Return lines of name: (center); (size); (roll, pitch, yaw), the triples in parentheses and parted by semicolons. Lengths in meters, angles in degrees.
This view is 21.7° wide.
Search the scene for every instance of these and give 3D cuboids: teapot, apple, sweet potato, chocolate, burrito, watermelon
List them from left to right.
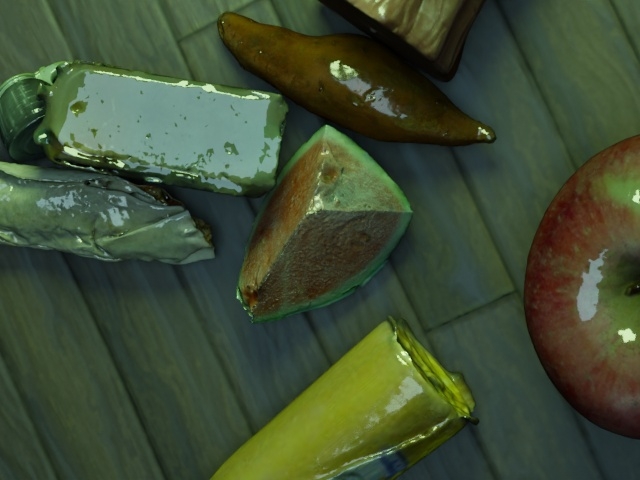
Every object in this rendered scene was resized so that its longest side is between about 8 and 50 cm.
teapot: (-0.332, -0.158, 1.993); (0.091, 0.124, 0.092); (58, 140, 20)
burrito: (-0.318, -0.037, 1.980); (0.392, 0.076, 0.117); (7, 130, 5)
chocolate: (-0.025, 0.286, 1.960); (0.445, 0.162, 0.162); (-41, 90, 9)
watermelon: (0.009, -0.002, 1.966); (0.146, 0.128, 0.231); (25, 110, -25)
sweet potato: (0.037, -0.184, 1.936); (0.359, 0.112, 0.112); (22, 95, 3)
apple: (0.390, 0.048, 1.859); (0.344, 0.269, 0.345); (0, 90, 25)

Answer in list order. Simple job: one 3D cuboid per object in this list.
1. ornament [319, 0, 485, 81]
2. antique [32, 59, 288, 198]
ornament: (0.118, -0.326, 1.888); (0.235, 0.221, 0.217); (34, 92, -39)
antique: (-0.185, -0.129, 1.913); (0.284, 0.150, 0.125); (9, 94, -7)
